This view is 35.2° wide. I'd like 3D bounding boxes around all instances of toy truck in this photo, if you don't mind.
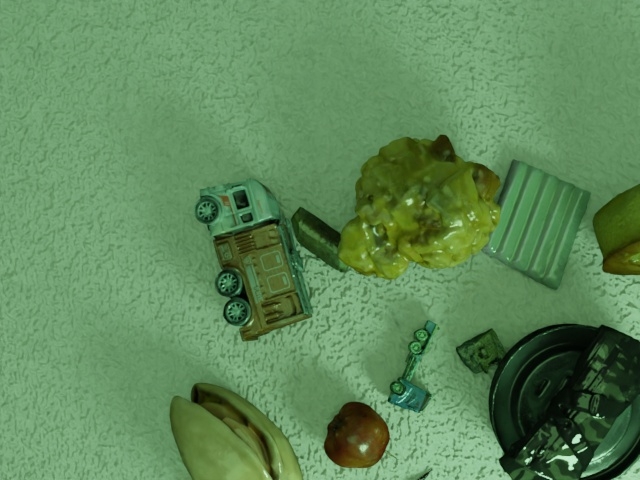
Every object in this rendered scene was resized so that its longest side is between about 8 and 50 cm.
[{"bbox_3d":[0.193,0.243,1.926,0.081,0.067,0.175,25,84,2],"label":"toy truck"},{"bbox_3d":[-0.123,0.030,1.937,0.162,0.136,0.305,-18,82,7],"label":"toy truck"}]

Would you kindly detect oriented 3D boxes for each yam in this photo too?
[{"bbox_3d":[0.000,0.000,1.966,0.146,0.070,0.069,34,89,7],"label":"yam"}]

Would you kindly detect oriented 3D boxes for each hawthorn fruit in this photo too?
[{"bbox_3d":[0.072,0.370,1.904,0.125,0.140,0.125,-12,72,42],"label":"hawthorn fruit"}]

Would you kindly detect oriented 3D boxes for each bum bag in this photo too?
[{"bbox_3d":[0.462,0.313,1.784,0.144,0.095,0.340,37,88,-3],"label":"bum bag"}]

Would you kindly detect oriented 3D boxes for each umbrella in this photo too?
[{"bbox_3d":[0.169,0.478,1.927,0.122,0.022,0.013,-37,56,-9],"label":"umbrella"}]

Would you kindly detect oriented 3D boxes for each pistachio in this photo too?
[{"bbox_3d":[-0.160,0.405,1.889,0.193,0.214,0.318,-26,67,-41],"label":"pistachio"}]

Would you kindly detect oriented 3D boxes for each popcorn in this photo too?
[{"bbox_3d":[0.173,-0.059,1.884,0.332,0.225,0.265,-31,84,12],"label":"popcorn"}]

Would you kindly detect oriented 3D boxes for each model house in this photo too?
[{"bbox_3d":[0.310,0.220,1.912,0.083,0.066,0.078,-29,97,3],"label":"model house"}]

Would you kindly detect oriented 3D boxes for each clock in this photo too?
[{"bbox_3d":[0.462,0.305,1.859,0.313,0.061,0.312,0,94,-3],"label":"clock"}]

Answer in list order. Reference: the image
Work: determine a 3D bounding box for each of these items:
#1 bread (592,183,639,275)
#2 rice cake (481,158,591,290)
[{"bbox_3d":[0.627,-0.025,1.808,0.270,0.270,0.148,-15,75,4],"label":"bread"},{"bbox_3d":[0.414,-0.034,1.942,0.189,0.037,0.198,28,88,7],"label":"rice cake"}]
